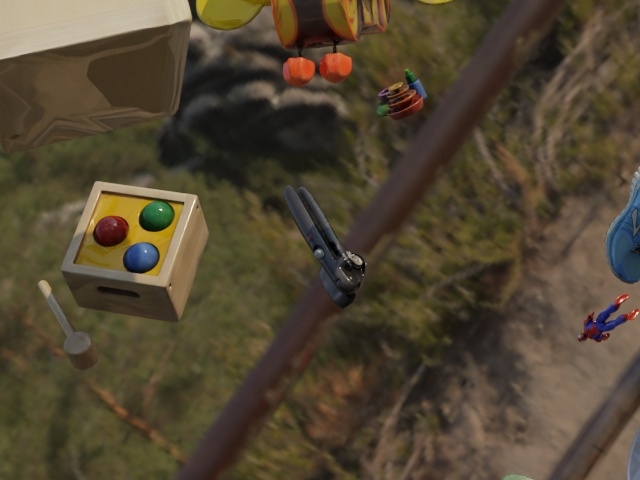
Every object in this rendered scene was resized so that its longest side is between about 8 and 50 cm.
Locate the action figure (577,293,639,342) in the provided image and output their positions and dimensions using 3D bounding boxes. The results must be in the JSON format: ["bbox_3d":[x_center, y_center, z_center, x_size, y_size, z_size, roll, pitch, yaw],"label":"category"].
[{"bbox_3d":[0.342,0.100,1.699,0.030,0.038,0.115,-33,-10,-27],"label":"action figure"}]

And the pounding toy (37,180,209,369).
[{"bbox_3d":[-0.248,0.038,1.601,0.181,0.094,0.206,8,58,12],"label":"pounding toy"}]

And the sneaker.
[{"bbox_3d":[0.409,-0.017,1.763,0.073,0.063,0.162,-124,43,-60],"label":"sneaker"}]

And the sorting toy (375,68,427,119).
[{"bbox_3d":[0.095,-0.180,1.719,0.061,0.042,0.102,-31,18,-8],"label":"sorting toy"}]

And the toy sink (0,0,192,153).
[{"bbox_3d":[-0.177,-0.196,0.876,0.153,0.131,0.234,121,134,-72],"label":"toy sink"}]

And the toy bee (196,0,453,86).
[{"bbox_3d":[-0.009,-0.181,0.995,0.195,0.298,0.162,-6,83,33],"label":"toy bee"}]

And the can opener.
[{"bbox_3d":[0.000,0.000,1.854,0.073,0.059,0.186,-41,66,25],"label":"can opener"}]

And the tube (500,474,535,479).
[{"bbox_3d":[0.184,0.363,1.481,0.070,0.062,0.240,12,55,24],"label":"tube"}]

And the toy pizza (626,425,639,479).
[{"bbox_3d":[0.437,0.259,1.610,0.201,0.032,0.201,-32,46,40],"label":"toy pizza"}]
